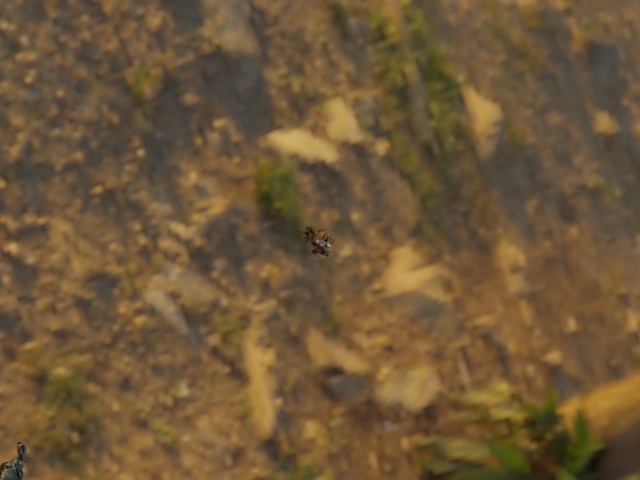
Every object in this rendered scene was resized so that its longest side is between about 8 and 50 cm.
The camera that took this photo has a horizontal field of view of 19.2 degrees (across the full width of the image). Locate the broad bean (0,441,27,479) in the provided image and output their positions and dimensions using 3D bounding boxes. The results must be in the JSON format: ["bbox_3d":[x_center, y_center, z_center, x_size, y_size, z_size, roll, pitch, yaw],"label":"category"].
[{"bbox_3d":[-0.218,0.225,1.352,0.049,0.292,0.144,40,77,-21],"label":"broad bean"}]

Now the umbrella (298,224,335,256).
[{"bbox_3d":[-0.002,0.001,1.404,0.031,0.020,0.083,54,5,-5],"label":"umbrella"}]
